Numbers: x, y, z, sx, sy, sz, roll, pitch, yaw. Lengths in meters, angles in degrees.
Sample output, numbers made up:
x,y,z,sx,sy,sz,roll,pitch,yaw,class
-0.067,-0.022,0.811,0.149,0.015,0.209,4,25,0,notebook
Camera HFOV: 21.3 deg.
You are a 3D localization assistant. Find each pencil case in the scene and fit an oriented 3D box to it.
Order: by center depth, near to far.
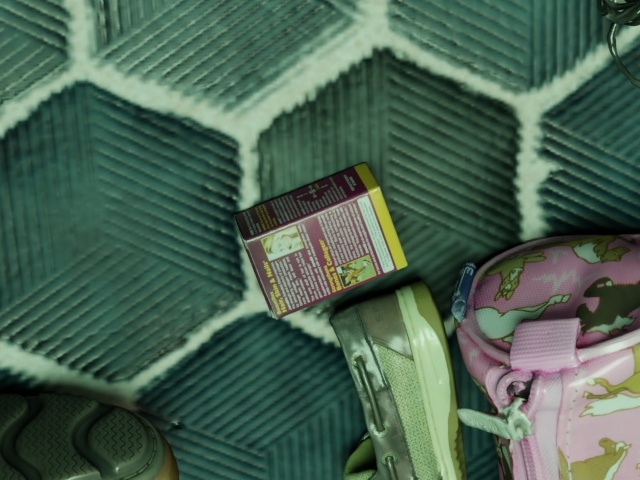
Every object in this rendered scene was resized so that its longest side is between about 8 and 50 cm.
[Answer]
x,y,z,sx,sy,sz,roll,pitch,yaw,class
0.175,0.187,1.016,0.167,0.160,0.386,-13,115,-5,pencil case

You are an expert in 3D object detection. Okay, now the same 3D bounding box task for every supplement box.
x,y,z,sx,sy,sz,roll,pitch,yaw,class
0.000,0.000,0.965,0.083,0.043,0.055,-21,115,-2,supplement box

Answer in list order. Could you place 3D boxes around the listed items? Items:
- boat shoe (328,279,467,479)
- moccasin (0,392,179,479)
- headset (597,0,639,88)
x,y,z,sx,sy,sz,roll,pitch,yaw,class
0.049,0.133,1.017,0.073,0.080,0.224,-8,110,1,boat shoe
-0.252,0.202,0.951,0.380,0.139,0.147,-26,118,0,moccasin
0.334,-0.060,0.921,0.394,0.243,0.185,29,80,-3,headset
